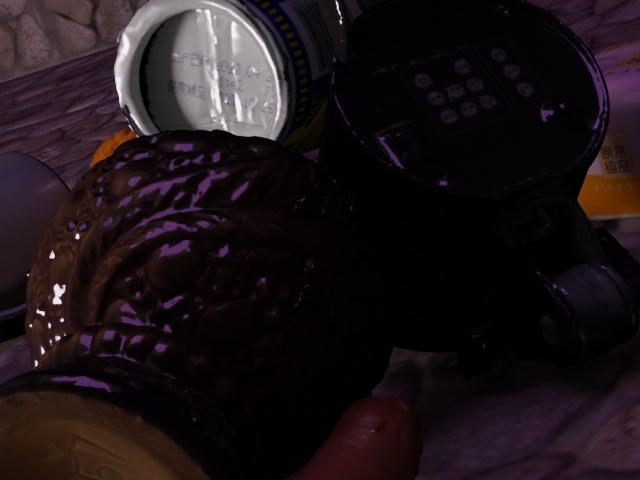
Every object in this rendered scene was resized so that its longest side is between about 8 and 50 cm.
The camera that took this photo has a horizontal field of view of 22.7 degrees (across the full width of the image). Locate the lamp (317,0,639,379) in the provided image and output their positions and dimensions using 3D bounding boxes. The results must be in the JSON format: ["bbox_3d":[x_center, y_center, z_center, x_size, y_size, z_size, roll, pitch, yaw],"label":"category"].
[{"bbox_3d":[0.090,-0.055,1.227,0.205,0.374,0.272,-21,-12,-22],"label":"lamp"}]

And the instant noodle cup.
[{"bbox_3d":[-0.054,-0.193,1.666,0.284,0.284,0.312,-13,12,28],"label":"instant noodle cup"}]

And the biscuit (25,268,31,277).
[{"bbox_3d":[-0.168,0.032,1.593,0.252,0.106,0.070,-30,22,-25],"label":"biscuit"}]

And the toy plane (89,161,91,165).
[{"bbox_3d":[-0.149,-0.099,2.070,0.273,0.107,0.182,-39,60,3],"label":"toy plane"}]

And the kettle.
[{"bbox_3d":[-0.381,0.032,1.810,0.221,0.161,0.236,27,42,27],"label":"kettle"}]

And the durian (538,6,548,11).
[{"bbox_3d":[0.139,-0.145,1.606,0.176,0.200,0.237,19,46,30],"label":"durian"}]

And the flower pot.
[{"bbox_3d":[-0.102,0.095,1.089,0.267,0.266,0.267,-12,29,28],"label":"flower pot"}]

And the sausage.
[{"bbox_3d":[-0.011,0.189,0.951,0.078,0.078,0.304,-11,19,30],"label":"sausage"}]

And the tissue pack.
[{"bbox_3d":[0.310,-0.105,1.402,0.225,0.124,0.185,-2,23,47],"label":"tissue pack"}]

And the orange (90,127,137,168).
[{"bbox_3d":[-0.168,-0.062,1.805,0.193,0.161,0.193,-26,4,2],"label":"orange"}]
